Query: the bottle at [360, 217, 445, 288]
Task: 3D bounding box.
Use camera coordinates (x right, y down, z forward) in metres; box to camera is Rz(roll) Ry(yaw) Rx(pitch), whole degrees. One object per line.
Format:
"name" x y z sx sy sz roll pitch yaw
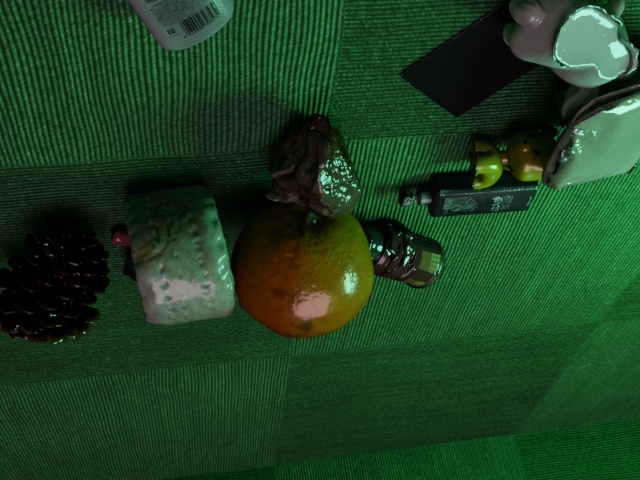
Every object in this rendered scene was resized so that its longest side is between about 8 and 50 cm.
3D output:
"bottle" 0.167 0.022 2.086 0.271 0.143 0.156 18 177 -42

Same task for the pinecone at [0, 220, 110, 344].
"pinecone" -0.567 0.080 1.875 0.246 0.246 0.292 11 125 -32

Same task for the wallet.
"wallet" 0.568 -0.205 1.714 0.275 0.068 0.335 -19 155 -19

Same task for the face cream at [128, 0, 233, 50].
"face cream" -0.238 -0.405 1.316 0.144 0.071 0.291 -31 151 3

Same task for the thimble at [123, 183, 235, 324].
"thimble" -0.290 0.029 1.827 0.195 0.291 0.291 -9 149 -10

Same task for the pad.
"pad" 0.324 -0.350 1.660 0.300 0.005 0.202 -32 143 30

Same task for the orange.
"orange" -0.037 0.057 1.869 0.312 0.312 0.312 -8 148 -5

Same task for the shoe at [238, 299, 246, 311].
"shoe" -0.099 0.088 2.153 0.251 0.103 0.100 -27 115 8

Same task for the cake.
"cake" 0.571 -0.304 1.717 0.099 0.100 0.235 18 139 -39

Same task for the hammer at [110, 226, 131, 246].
"hammer" -0.423 -0.005 1.949 0.083 0.043 0.043 11 142 -34

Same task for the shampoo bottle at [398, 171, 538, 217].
"shampoo bottle" 0.329 -0.105 1.993 0.309 0.071 0.098 -3 150 -8

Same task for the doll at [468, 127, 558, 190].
"doll" 0.425 -0.170 1.862 0.221 0.143 0.135 -6 149 4

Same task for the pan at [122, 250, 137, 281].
"pan" -0.373 0.063 2.062 0.128 0.048 0.202 -21 146 18

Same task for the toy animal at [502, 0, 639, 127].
"toy animal" 0.451 -0.338 1.553 0.208 0.154 0.325 -37 132 3

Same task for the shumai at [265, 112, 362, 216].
"shumai" -0.030 -0.128 1.730 0.185 0.184 0.218 -20 164 10
